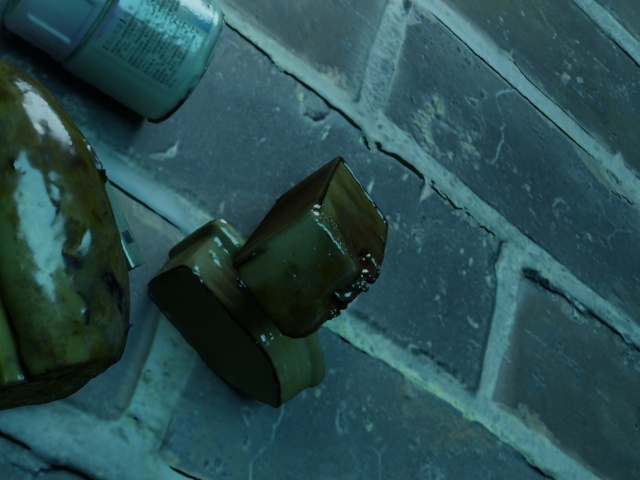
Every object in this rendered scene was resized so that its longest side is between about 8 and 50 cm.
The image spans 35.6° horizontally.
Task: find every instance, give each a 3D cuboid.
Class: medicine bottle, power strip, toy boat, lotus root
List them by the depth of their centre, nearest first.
[{"bbox_3d":[-0.252,-0.015,0.769,0.193,0.193,0.291,-14,83,-42],"label":"lotus root"},{"bbox_3d":[-0.202,-0.028,0.899,0.019,0.051,0.136,-23,88,-46],"label":"power strip"},{"bbox_3d":[-0.190,-0.205,0.922,0.168,0.135,0.135,29,57,-27],"label":"medicine bottle"},{"bbox_3d":[-0.073,0.079,0.922,0.188,0.116,0.061,50,54,-10],"label":"toy boat"}]

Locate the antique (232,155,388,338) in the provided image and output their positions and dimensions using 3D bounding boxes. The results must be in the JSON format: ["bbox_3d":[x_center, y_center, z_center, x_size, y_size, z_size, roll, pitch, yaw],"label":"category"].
[{"bbox_3d":[0.000,0.000,0.920,0.093,0.087,0.310,55,11,-7],"label":"antique"}]
